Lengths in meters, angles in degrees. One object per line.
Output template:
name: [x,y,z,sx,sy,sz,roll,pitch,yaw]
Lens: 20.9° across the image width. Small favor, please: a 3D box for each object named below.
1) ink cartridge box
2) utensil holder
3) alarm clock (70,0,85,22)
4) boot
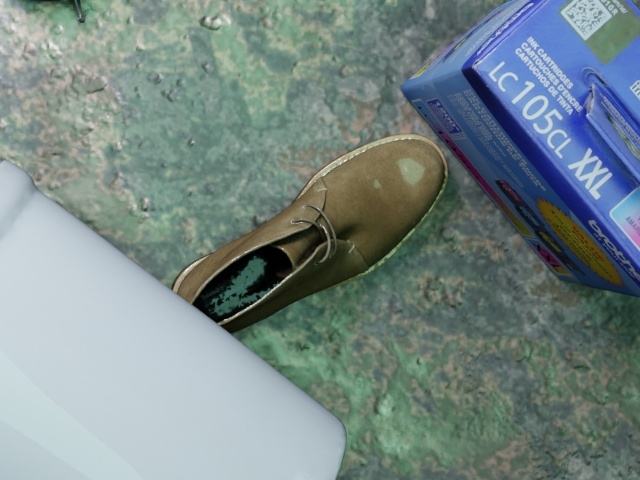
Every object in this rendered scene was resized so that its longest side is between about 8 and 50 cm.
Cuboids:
ink cartridge box: [0.239,-0.093,1.542,0.151,0.395,0.270,-42,96,-6]
utensil holder: [-0.216,0.168,1.515,0.385,0.327,0.327,36,85,-9]
alarm clock: [-0.269,-0.303,1.623,0.192,0.064,0.129,35,82,-11]
boot: [0.000,0.000,1.650,0.305,0.115,0.112,-33,94,-8]
